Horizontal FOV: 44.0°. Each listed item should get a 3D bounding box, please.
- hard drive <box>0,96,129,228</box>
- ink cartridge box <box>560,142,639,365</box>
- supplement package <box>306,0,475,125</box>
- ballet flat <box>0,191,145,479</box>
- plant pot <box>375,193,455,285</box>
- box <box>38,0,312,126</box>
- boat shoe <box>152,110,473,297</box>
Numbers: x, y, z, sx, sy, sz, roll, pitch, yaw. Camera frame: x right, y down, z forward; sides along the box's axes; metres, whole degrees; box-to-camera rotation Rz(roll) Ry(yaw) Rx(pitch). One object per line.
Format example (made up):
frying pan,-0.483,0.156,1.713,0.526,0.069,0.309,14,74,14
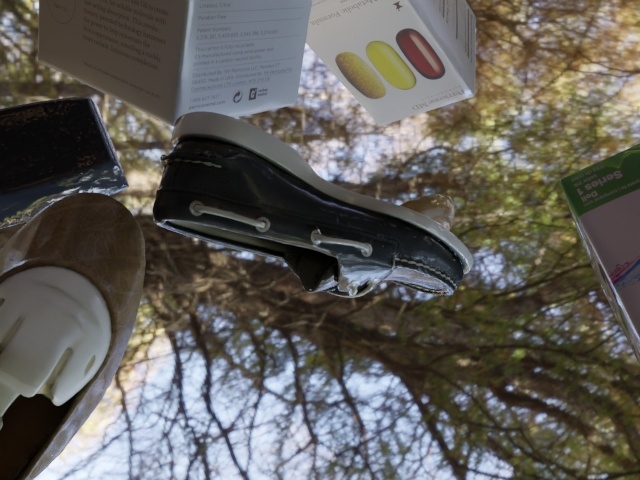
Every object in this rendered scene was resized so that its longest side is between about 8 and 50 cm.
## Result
hard drive,-0.395,-0.102,1.023,0.054,0.254,0.172,97,-29,-53
ink cartridge box,0.410,0.057,0.955,0.117,0.201,0.278,-24,-129,14
supplement package,0.070,-0.267,0.914,0.139,0.244,0.134,-14,-126,32
ballet flat,-0.215,0.115,0.499,0.116,0.342,0.124,37,-14,-12
plant pot,0.127,0.011,1.305,0.236,0.236,0.032,-50,-119,37
box,-0.127,-0.309,0.727,0.215,0.168,0.345,28,-59,31
boat shoe,0.000,0.000,0.662,0.114,0.302,0.091,-17,-126,60
